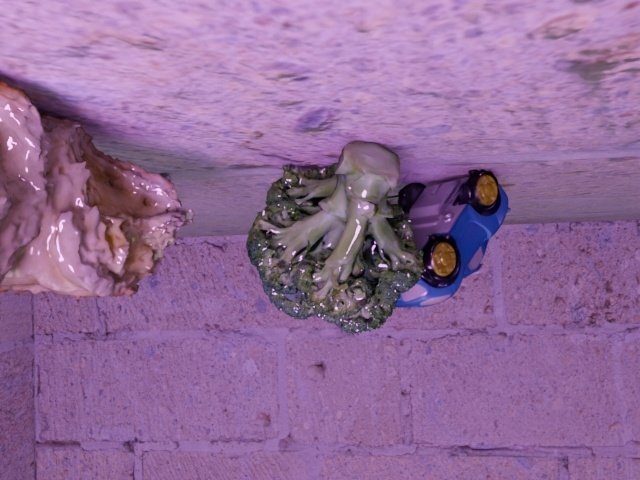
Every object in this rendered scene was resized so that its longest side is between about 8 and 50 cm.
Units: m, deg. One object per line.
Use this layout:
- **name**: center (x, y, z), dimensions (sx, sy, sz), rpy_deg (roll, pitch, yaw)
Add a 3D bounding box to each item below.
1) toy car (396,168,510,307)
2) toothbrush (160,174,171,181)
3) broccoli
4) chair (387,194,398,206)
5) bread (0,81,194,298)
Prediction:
- **toy car**: center (0.205, 0.012, 0.784), dimensions (0.314, 0.166, 0.198), rpy_deg (-52, -159, -25)
- **toothbrush**: center (-0.357, -0.089, 0.734), dimensions (0.258, 0.024, 0.018), rpy_deg (-3, -162, 19)
- **broccoli**: center (0.024, -0.016, 0.602), dimensions (0.270, 0.269, 0.270), rpy_deg (-1, 141, -18)
- **chair**: center (0.191, -0.069, 0.949), dimensions (0.222, 0.104, 0.095), rpy_deg (-4, -165, -4)
- **bread**: center (-0.276, -0.029, 0.369), dimensions (0.192, 0.171, 0.314), rpy_deg (1, 178, 24)
